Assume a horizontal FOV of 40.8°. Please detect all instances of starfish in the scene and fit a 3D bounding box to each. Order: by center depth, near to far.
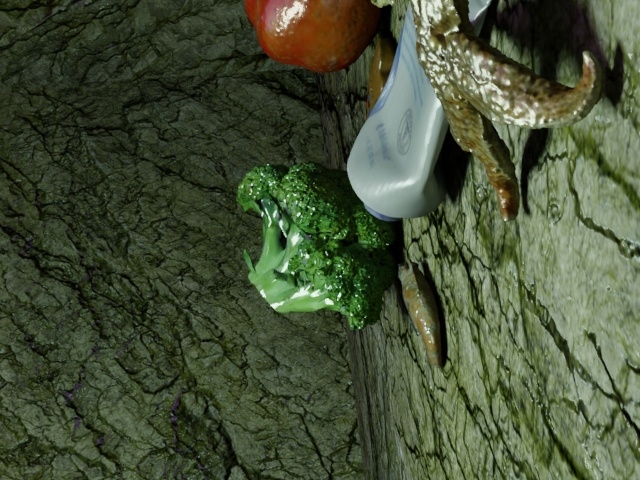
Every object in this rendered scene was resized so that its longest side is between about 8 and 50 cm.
[{"bbox_3d":[0.129,-0.169,0.728,0.327,0.094,0.375,-112,2,-50],"label":"starfish"}]

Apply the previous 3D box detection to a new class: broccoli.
[{"bbox_3d":[0.002,0.003,1.706,0.413,0.321,0.310,46,120,21],"label":"broccoli"}]

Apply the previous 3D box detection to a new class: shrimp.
[{"bbox_3d":[0.159,0.112,1.360,0.223,0.047,0.126,-101,-3,-55],"label":"shrimp"}]

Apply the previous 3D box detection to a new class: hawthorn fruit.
[{"bbox_3d":[0.003,-0.483,1.575,0.287,0.287,0.330,-98,20,-48],"label":"hawthorn fruit"}]

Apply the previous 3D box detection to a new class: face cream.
[{"bbox_3d":[0.132,-0.192,1.071,0.235,0.137,0.420,-95,14,-45],"label":"face cream"}]

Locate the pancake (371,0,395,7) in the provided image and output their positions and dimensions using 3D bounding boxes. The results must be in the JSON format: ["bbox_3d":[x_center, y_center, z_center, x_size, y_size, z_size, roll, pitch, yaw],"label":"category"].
[{"bbox_3d":[0.074,-0.511,1.380,0.244,0.057,0.266,-7,-95,-72],"label":"pancake"}]

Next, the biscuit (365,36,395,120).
[{"bbox_3d":[0.114,-0.234,1.658,0.301,0.043,0.278,-143,49,-86],"label":"biscuit"}]
